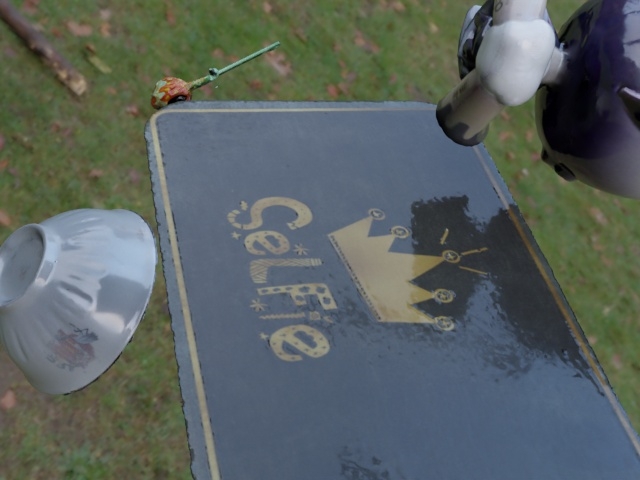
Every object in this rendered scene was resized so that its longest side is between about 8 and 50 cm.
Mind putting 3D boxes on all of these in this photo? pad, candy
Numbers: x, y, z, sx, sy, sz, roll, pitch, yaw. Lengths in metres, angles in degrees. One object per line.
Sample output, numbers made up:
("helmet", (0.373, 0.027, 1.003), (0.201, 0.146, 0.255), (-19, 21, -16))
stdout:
("pad", (-0.001, 0.001, 0.608), (0.315, 0.063, 0.375), (-3, 42, -14))
("candy", (-0.134, -0.212, 1.330), (0.049, 0.185, 0.055), (65, 5, 11))

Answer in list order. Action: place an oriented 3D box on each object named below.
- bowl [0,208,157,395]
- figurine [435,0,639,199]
("bowl", (-0.243, 0.039, 0.943), (0.086, 0.189, 0.189), (33, 34, -43))
("figurine", (0.201, -0.100, 0.670), (0.222, 0.145, 0.145), (16, 39, -6))
